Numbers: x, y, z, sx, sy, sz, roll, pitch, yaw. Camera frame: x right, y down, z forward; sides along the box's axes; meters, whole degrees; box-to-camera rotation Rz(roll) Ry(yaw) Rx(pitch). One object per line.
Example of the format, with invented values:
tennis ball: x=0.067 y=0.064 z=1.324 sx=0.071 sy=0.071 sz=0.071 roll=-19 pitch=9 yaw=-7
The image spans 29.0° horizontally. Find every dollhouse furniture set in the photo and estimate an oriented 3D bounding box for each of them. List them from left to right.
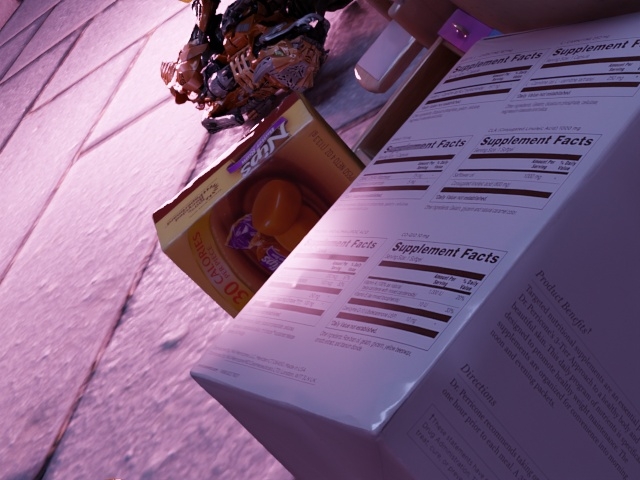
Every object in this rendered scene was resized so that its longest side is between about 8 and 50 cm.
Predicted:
dollhouse furniture set: x=-0.015 y=-0.168 z=0.827 sx=0.198 sy=0.303 sz=0.286 roll=-51 pitch=32 yaw=7

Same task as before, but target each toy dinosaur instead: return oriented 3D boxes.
toy dinosaur: x=-0.094 y=-0.209 z=1.300 sx=0.322 sy=0.164 sz=0.218 roll=9 pitch=71 yaw=38

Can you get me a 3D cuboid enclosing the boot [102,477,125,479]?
boot: x=-0.147 y=0.207 z=0.674 sx=0.295 sy=0.104 sz=0.211 roll=-50 pitch=10 yaw=43

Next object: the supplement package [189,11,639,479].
supplement package: x=0.101 y=0.048 z=0.493 sx=0.203 sy=0.194 sz=0.149 roll=-49 pitch=24 yaw=-18

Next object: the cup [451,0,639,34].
cup: x=0.172 y=-0.207 z=0.589 sx=0.331 sy=0.237 sz=0.331 roll=-12 pitch=59 yaw=21

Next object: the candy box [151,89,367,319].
candy box: x=0.008 y=0.020 z=0.699 sx=0.109 sy=0.187 sz=0.053 roll=-40 pitch=27 yaw=7

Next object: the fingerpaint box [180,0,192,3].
fingerpaint box: x=-0.072 y=-0.435 z=1.274 sx=0.444 sy=0.163 sz=0.371 roll=-20 pitch=-9 yaw=24
